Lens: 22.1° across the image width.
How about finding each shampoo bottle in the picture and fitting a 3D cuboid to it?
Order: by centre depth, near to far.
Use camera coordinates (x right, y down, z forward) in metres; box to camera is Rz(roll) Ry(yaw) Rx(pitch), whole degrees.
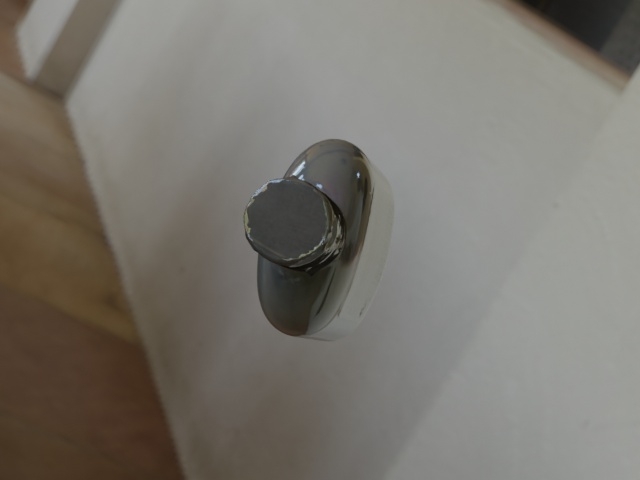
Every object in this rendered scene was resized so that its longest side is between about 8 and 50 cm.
[{"bbox_3d":[0.000,0.000,0.647,0.040,0.080,0.165,16,-2,10],"label":"shampoo bottle"}]
